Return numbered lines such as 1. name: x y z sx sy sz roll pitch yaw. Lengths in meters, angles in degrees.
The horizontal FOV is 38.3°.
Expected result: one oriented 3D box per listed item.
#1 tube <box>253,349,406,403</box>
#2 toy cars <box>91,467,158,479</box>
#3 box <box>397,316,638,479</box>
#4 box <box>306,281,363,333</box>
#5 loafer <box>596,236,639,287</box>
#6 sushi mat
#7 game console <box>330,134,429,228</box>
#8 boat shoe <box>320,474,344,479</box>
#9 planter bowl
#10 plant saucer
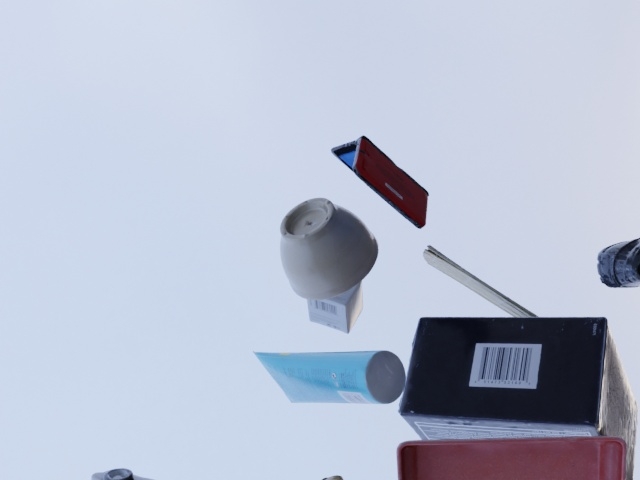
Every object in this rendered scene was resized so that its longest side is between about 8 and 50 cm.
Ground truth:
1. tube: 0.004 0.147 0.983 0.052 0.207 0.080 -41 -73 -34
2. toy cars: -0.237 0.374 1.130 0.087 0.393 0.177 -14 -110 -42
3. box: 0.319 0.262 1.442 0.294 0.296 0.183 56 -138 -46
4. box: 0.033 0.134 2.051 0.087 0.101 0.102 -56 -27 -37
5. loafer: 0.461 0.015 1.196 0.223 0.078 0.076 -16 -81 -25
6. sushi mat: 0.309 0.104 1.545 0.316 0.019 0.151 33 178 11
7. game console: 0.083 -0.078 1.362 0.144 0.085 0.124 38 -143 -21
8. boat shoe: 0.010 0.468 1.730 0.056 0.153 0.048 3 -125 -12
9. planter bowl: 0.000 0.000 1.488 0.109 0.162 0.162 59 -153 -35
10. plant saucer: 0.224 0.339 1.098 0.048 0.258 0.259 -76 -18 -71
